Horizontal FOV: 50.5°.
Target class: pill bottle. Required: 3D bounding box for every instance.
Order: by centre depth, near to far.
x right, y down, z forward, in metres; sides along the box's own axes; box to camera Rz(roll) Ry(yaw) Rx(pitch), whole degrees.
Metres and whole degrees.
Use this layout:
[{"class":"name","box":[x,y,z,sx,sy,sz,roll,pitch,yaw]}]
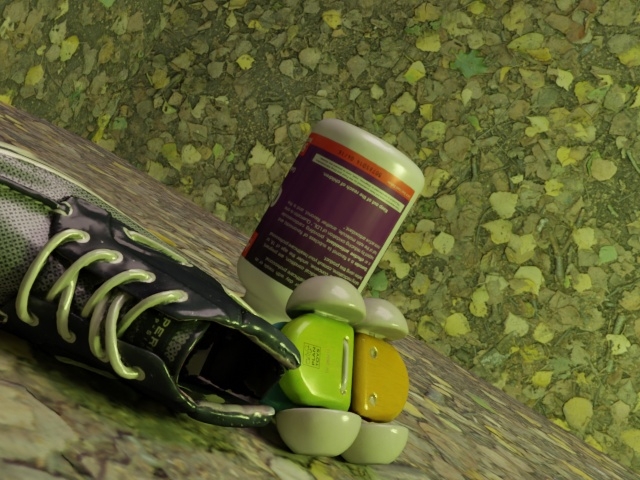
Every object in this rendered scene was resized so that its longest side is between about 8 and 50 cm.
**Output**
[{"class":"pill bottle","box":[0.000,0.000,0.982,0.181,0.323,0.181,30,1,-1]}]

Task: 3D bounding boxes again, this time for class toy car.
[{"class":"toy car","box":[0.001,0.129,0.657,0.136,0.159,0.182,-13,-27,36]}]

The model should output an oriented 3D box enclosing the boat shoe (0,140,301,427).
[{"class":"boat shoe","box":[-0.159,0.032,0.487,0.340,0.127,0.158,30,-6,-38]}]
